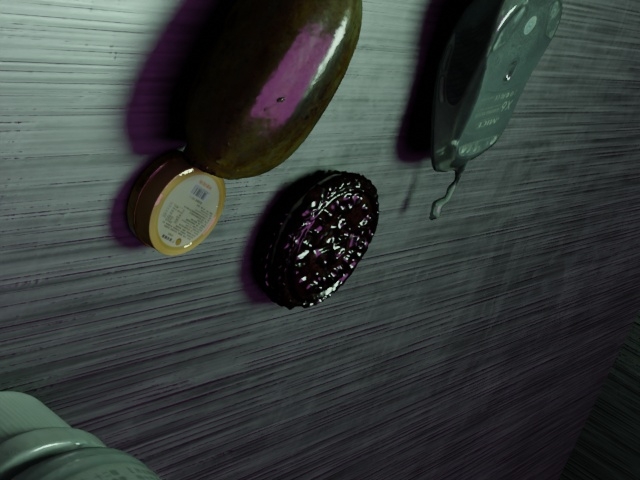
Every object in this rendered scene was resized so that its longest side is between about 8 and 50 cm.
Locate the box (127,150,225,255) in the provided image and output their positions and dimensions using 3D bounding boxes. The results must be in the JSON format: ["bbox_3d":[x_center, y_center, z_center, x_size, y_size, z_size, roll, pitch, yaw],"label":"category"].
[{"bbox_3d":[-0.144,-0.037,0.997,0.106,0.037,0.105,-34,141,-34],"label":"box"}]

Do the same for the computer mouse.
[{"bbox_3d":[0.197,-0.194,1.295,0.167,0.090,0.379,-16,135,-48],"label":"computer mouse"}]

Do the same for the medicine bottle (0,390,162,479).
[{"bbox_3d":[-0.240,0.300,0.897,0.245,0.306,0.245,-34,140,-34],"label":"medicine bottle"}]

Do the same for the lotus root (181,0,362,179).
[{"bbox_3d":[-0.043,-0.166,0.946,0.124,0.123,0.241,26,92,-49],"label":"lotus root"}]

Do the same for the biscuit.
[{"bbox_3d":[0.000,0.000,1.215,0.195,0.053,0.194,-36,143,-33],"label":"biscuit"}]
